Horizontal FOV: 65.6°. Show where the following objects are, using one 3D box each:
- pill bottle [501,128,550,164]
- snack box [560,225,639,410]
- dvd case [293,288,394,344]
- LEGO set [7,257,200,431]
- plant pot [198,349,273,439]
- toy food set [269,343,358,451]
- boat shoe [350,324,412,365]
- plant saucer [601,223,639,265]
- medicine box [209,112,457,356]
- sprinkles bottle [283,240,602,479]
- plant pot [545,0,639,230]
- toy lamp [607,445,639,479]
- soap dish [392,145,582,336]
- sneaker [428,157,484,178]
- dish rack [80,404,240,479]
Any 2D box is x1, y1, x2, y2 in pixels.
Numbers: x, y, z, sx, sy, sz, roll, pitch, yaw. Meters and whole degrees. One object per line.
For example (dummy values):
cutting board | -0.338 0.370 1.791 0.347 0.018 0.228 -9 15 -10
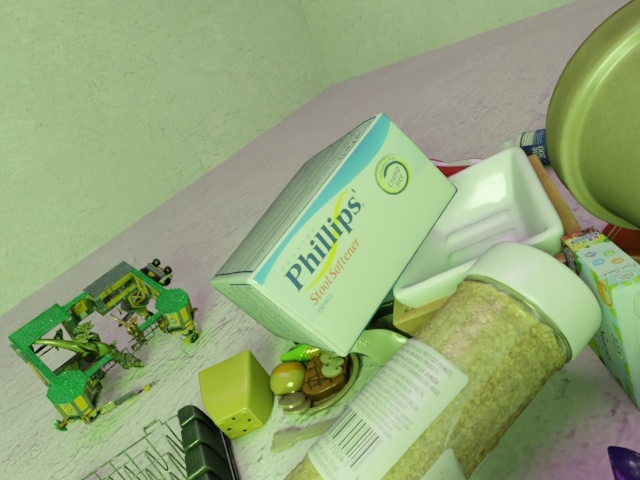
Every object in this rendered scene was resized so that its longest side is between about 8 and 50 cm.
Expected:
pill bottle | 0.407 -0.173 0.929 0.120 0.067 0.067 -1 35 47
snack box | 0.276 0.070 0.465 0.037 0.141 0.100 -23 23 10
dvd case | 0.049 0.072 0.855 0.180 0.022 0.253 -21 21 16
LEGO set | -0.390 0.209 0.945 0.254 0.192 0.331 20 48 22
plant pot | -0.111 0.217 0.675 0.081 0.081 0.083 -26 35 4
toy food set | -0.011 0.184 0.678 0.132 0.039 0.192 -22 23 13
boat shoe | 0.071 0.136 0.664 0.136 0.049 0.043 5 2 24
plant saucer | 0.460 -0.019 0.573 0.259 0.048 0.258 -40 26 -26
medicine box | 0.000 0.000 0.700 0.264 0.149 0.289 -53 14 -17
sprinkles bottle | 0.091 0.160 0.439 0.355 0.121 0.121 -44 26 -12
plant pot | 0.367 -0.075 0.436 0.262 0.263 0.229 -20 33 17
toy lamp | 0.339 0.155 0.304 0.274 0.080 0.080 -19 24 26
soap dish | 0.217 0.004 0.674 0.228 0.118 0.291 -26 21 23
sneaker | 0.214 -0.098 0.964 0.221 0.087 0.128 -9 28 40
dish rack | -0.231 0.328 0.584 0.271 0.074 0.208 -34 22 -9
